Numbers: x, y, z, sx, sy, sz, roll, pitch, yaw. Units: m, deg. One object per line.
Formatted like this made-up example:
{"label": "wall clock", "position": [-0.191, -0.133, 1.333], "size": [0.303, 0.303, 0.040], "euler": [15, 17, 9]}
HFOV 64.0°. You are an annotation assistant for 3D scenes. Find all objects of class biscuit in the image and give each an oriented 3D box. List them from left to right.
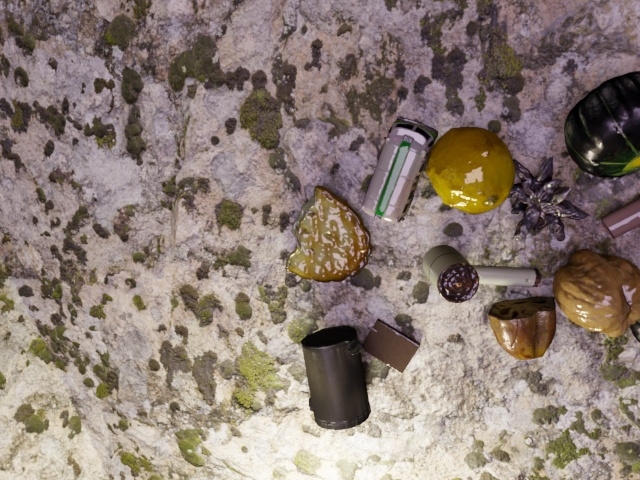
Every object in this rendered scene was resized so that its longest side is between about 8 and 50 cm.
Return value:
{"label": "biscuit", "position": [0.000, 0.000, 1.739], "size": [0.335, 0.078, 0.329], "euler": [-30, 96, 22]}

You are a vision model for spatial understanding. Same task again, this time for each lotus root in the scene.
{"label": "lotus root", "position": [0.616, 0.275, 1.540], "size": [0.188, 0.199, 0.180], "euler": [-8, 96, 26]}

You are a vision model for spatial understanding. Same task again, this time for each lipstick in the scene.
{"label": "lipstick", "position": [0.920, -0.098, 1.419], "size": [0.254, 0.070, 0.070], "euler": [-33, 92, 22]}

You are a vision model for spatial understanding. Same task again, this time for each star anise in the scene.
{"label": "star anise", "position": [0.637, -0.116, 1.486], "size": [0.212, 0.129, 0.283], "euler": [-24, 91, 38]}

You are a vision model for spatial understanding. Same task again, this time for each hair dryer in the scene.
{"label": "hair dryer", "position": [0.510, 0.105, 1.560], "size": [0.361, 0.203, 0.128], "euler": [3, 105, -2]}

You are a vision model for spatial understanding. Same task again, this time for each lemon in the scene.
{"label": "lemon", "position": [0.426, -0.203, 1.458], "size": [0.233, 0.233, 0.288], "euler": [-35, 51, 22]}

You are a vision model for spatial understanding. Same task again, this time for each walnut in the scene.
{"label": "walnut", "position": [0.778, 0.141, 1.434], "size": [0.224, 0.257, 0.257], "euler": [-18, 98, 1]}

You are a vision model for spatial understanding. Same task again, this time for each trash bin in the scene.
{"label": "trash bin", "position": [0.050, 0.466, 1.767], "size": [0.252, 0.203, 0.302], "euler": [-2, 103, 37]}

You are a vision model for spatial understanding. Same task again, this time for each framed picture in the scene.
{"label": "framed picture", "position": [0.242, 0.366, 1.776], "size": [0.168, 0.023, 0.128], "euler": [30, 110, 9]}

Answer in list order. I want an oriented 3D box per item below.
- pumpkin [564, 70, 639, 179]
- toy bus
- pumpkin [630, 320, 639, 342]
{"label": "pumpkin", "position": [0.774, -0.319, 1.317], "size": [0.295, 0.296, 0.296], "euler": [4, 105, 17]}
{"label": "toy bus", "position": [0.234, -0.209, 1.552], "size": [0.143, 0.179, 0.305], "euler": [24, 109, 11]}
{"label": "pumpkin", "position": [0.983, 0.216, 1.430], "size": [0.220, 0.162, 0.221], "euler": [2, 99, 17]}
